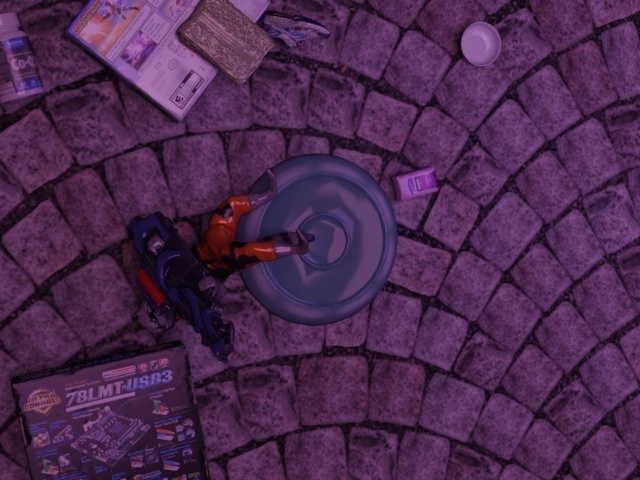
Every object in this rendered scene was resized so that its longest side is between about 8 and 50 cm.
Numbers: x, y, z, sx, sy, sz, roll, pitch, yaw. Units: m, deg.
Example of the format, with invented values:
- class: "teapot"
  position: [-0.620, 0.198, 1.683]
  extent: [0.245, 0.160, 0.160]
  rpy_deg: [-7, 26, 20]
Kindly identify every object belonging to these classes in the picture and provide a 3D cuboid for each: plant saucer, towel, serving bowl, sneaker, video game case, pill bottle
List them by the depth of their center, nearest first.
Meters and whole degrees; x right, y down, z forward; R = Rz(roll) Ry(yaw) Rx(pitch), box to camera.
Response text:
- class: "pill bottle"
  position: [-0.510, -0.299, 1.801]
  extent: [0.078, 0.078, 0.137]
  rpy_deg: [-18, 99, -16]
- class: "towel"
  position: [-0.160, -0.347, 1.875]
  extent: [0.148, 0.027, 0.110]
  rpy_deg: [38, 80, -17]
- class: "video game case"
  position: [-0.262, -0.382, 1.885]
  extent: [0.244, 0.061, 0.269]
  rpy_deg: [39, 81, -17]
- class: "sneaker"
  position: [-0.047, -0.372, 1.966]
  extent: [0.135, 0.052, 0.058]
  rpy_deg: [6, 114, -27]
- class: "plant saucer"
  position: [0.000, 0.000, 2.000]
  extent: [0.318, 0.044, 0.317]
  rpy_deg: [-1, 94, -18]
- class: "serving bowl"
  position: [0.300, -0.372, 2.084]
  extent: [0.083, 0.027, 0.083]
  rpy_deg: [-1, 94, -18]

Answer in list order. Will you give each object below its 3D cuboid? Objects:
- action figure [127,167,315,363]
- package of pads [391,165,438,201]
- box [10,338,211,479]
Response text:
- class: "action figure"
  position: [-0.164, 0.069, 1.850]
  extent: [0.330, 0.341, 0.178]
  rpy_deg: [-33, 146, 5]
- class: "package of pads"
  position: [0.177, -0.106, 2.056]
  extent: [0.083, 0.032, 0.050]
  rpy_deg: [-16, 100, -16]
- class: "box"
  position: [-0.347, 0.342, 1.853]
  extent: [0.295, 0.073, 0.293]
  rpy_deg: [-13, 96, -17]
